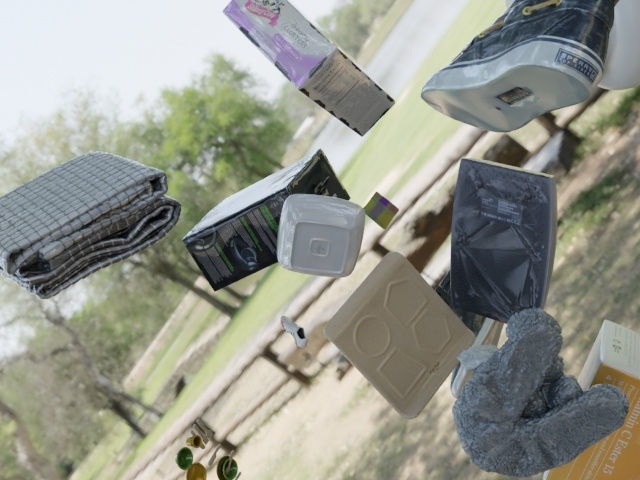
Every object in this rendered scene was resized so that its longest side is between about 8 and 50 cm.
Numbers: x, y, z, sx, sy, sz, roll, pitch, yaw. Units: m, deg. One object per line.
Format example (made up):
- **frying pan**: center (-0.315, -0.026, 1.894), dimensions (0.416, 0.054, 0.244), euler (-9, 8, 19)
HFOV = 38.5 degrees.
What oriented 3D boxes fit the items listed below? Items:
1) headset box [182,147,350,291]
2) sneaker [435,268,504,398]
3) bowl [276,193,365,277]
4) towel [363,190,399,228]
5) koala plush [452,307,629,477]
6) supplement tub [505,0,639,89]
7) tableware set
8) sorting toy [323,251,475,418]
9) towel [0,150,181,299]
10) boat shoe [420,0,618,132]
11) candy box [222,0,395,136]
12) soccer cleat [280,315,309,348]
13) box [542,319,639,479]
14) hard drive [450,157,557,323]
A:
- **headset box**: center (-0.096, -0.048, 1.870), dimensions (0.283, 0.131, 0.246), euler (-25, 14, 26)
- **sneaker**: center (0.292, 0.179, 1.905), dimensions (0.295, 0.147, 0.104), euler (-67, -30, -15)
- **bowl**: center (0.000, 0.000, 1.504), dimensions (0.053, 0.142, 0.142), euler (-88, 8, -63)
- **towel**: center (0.137, -0.068, 2.090), dimensions (0.060, 0.083, 0.009), euler (-53, 29, 1)
- **koala plush**: center (0.267, 0.211, 1.251), dimensions (0.203, 0.196, 0.221), euler (-42, 0, 2)
- **supplement tub**: center (0.384, -0.301, 1.019), dimensions (0.316, 0.228, 0.228), euler (-19, 7, -1)
- **tableware set**: center (-0.184, 0.384, 1.543), dimensions (0.024, 0.154, 0.104), euler (-9, 33, 36)
- **sorting toy**: center (0.128, 0.152, 1.483), dimensions (0.193, 0.208, 0.038), euler (-48, 10, -23)
- **towel**: center (-0.395, -0.025, 1.467), dimensions (0.284, 0.121, 0.235), euler (-34, 33, -25)
- **boat shoe**: center (0.132, -0.125, 0.597), dimensions (0.083, 0.065, 0.183), euler (-65, 17, -8)
- **candy box**: center (-0.011, -0.234, 1.171), dimensions (0.070, 0.165, 0.196), euler (-46, -26, 11)
- **soccer cleat**: center (-0.049, 0.172, 1.777), dimensions (0.029, 0.083, 0.035), euler (-8, -40, -39)
- **box**: center (0.526, 0.295, 1.305), dimensions (0.168, 0.345, 0.215), euler (-41, -30, -65)
- **hard drive**: center (0.288, 0.003, 1.428), dimensions (0.054, 0.172, 0.254), euler (-24, -58, -45)
